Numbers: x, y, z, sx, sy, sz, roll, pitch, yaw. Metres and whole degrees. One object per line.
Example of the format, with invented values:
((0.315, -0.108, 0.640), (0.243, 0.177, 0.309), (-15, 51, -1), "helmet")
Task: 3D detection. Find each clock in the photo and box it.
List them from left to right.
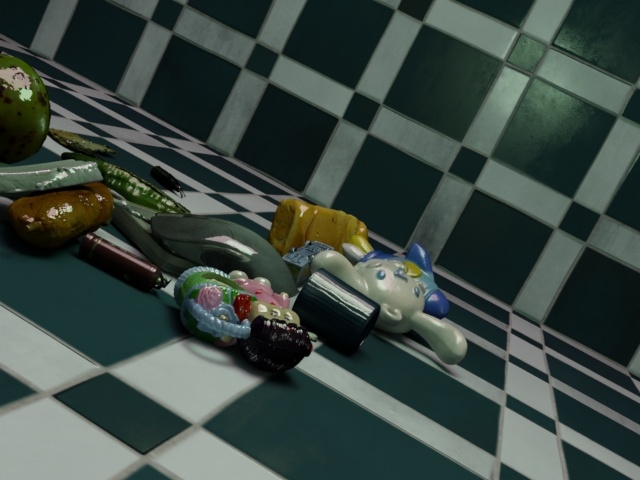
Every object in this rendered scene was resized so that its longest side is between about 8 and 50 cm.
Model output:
((-0.120, 0.120, 1.226), (0.194, 0.100, 0.195), (17, 10, -31), "clock")

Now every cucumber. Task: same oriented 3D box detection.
((-0.416, -0.161, 2.187), (0.039, 0.043, 0.163), (-23, 35, -27), "cucumber")

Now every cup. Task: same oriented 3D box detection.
((0.038, 0.134, 1.542), (0.138, 0.113, 0.150), (31, 15, 15), "cup")

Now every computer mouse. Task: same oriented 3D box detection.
((-0.202, -0.003, 1.470), (0.379, 0.090, 0.167), (27, 12, -7), "computer mouse")

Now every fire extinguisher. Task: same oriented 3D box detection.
((-0.311, 0.041, 1.290), (0.158, 0.043, 0.064), (28, -34, 3), "fire extinguisher")

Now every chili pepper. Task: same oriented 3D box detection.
((-0.446, -0.127, 1.801), (0.359, 0.076, 0.085), (30, 34, 17), "chili pepper")

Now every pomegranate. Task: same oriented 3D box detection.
((-0.607, -0.279, 1.474), (0.230, 0.286, 0.231), (6, 16, -2), "pomegranate")

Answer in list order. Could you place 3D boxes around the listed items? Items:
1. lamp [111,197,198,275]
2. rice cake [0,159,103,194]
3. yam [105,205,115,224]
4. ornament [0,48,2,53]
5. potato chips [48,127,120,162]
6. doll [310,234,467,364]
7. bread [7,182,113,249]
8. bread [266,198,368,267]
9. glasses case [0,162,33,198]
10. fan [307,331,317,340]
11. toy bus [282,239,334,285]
((-0.259, 0.012, 1.593), (0.269, 0.047, 0.266), (19, 12, -43), "lamp")
((-0.485, -0.103, 1.306), (0.237, 0.043, 0.127), (-11, 13, -40), "rice cake")
((-0.441, -0.067, 1.535), (0.094, 0.043, 0.043), (25, 9, 0), "yam")
((-0.688, -0.266, 1.708), (0.196, 0.166, 0.153), (44, 27, -12), "ornament")
((-0.625, -0.251, 2.126), (0.202, 0.029, 0.220), (23, 7, -23), "potato chips")
((0.171, 0.105, 1.864), (0.376, 0.187, 0.365), (50, 16, -7), "doll")
((-0.420, -0.038, 1.295), (0.124, 0.084, 0.344), (-3, 11, 0), "bread")
((0.000, 0.000, 2.067), (0.132, 0.167, 0.294), (3, -9, 43), "bread")
((-0.559, -0.108, 1.424), (0.077, 0.039, 0.184), (32, 10, 32), "glasses case")
((-0.100, 0.143, 1.430), (0.226, 0.008, 0.152), (22, 10, -24), "fan")
((-0.031, 0.051, 1.860), (0.064, 0.075, 0.190), (20, 16, 19), "toy bus")
